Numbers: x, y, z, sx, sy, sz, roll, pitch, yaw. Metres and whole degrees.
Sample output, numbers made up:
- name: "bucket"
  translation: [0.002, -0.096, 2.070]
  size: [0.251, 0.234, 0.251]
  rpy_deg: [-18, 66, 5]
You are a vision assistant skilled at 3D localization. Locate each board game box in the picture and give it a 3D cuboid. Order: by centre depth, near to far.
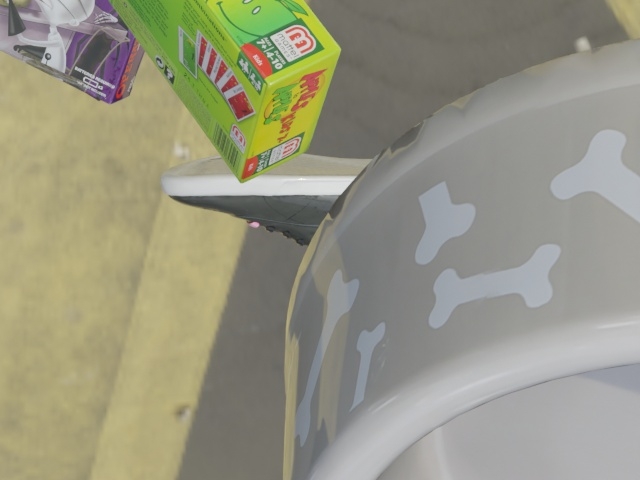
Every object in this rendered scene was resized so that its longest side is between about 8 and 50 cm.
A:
- name: "board game box"
  translation: [-0.065, -0.126, 0.935]
  size: [0.043, 0.181, 0.092]
  rpy_deg: [-28, 161, -24]
- name: "board game box"
  translation: [-0.281, -0.278, 1.584]
  size: [0.347, 0.056, 0.208]
  rpy_deg: [26, 107, 10]

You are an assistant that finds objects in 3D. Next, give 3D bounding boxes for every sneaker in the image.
- name: "sneaker"
  translation: [0.000, 0.000, 1.742]
  size: [0.296, 0.104, 0.147]
  rpy_deg: [3, 107, -7]

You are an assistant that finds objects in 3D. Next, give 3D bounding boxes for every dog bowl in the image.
- name: "dog bowl"
  translation: [0.146, 0.100, 0.607]
  size: [0.349, 0.102, 0.349]
  rpy_deg: [9, 134, 9]
